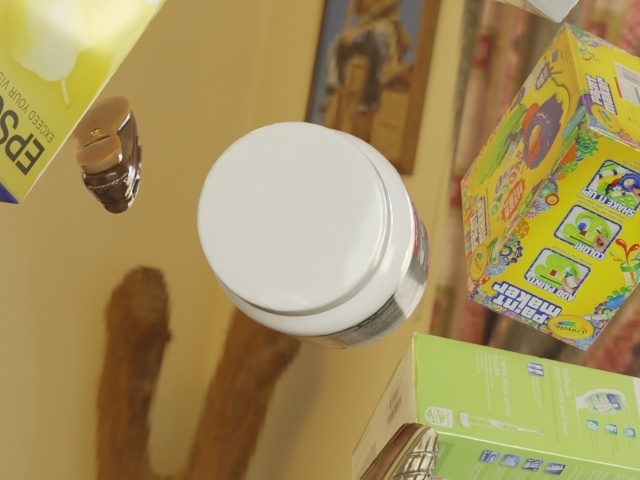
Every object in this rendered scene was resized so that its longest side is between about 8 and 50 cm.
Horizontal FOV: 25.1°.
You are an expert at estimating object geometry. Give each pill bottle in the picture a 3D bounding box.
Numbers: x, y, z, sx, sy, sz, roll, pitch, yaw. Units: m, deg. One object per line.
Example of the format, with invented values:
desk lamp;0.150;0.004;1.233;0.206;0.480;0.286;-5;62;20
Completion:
pill bottle;0.000;0.000;1.143;0.161;0.161;0.283;9;-6;9

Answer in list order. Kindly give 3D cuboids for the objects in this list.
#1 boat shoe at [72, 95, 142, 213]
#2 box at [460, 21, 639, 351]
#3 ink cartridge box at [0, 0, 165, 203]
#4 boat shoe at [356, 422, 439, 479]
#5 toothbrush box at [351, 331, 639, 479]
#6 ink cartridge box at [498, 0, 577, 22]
boat shoe;-0.240;-0.098;1.634;0.073;0.073;0.207;-20;28;7
box;0.324;-0.071;1.821;0.177;0.279;0.290;24;30;-12
ink cartridge box;-0.251;-0.156;0.990;0.072;0.307;0.303;23;-17;24
boat shoe;0.028;0.212;1.100;0.060;0.178;0.064;22;-18;35
toothbrush box;0.191;0.221;1.393;0.283;0.122;0.206;12;-45;-9
ink cartridge box;0.045;-0.297;1.069;0.308;0.091;0.385;34;10;-10
